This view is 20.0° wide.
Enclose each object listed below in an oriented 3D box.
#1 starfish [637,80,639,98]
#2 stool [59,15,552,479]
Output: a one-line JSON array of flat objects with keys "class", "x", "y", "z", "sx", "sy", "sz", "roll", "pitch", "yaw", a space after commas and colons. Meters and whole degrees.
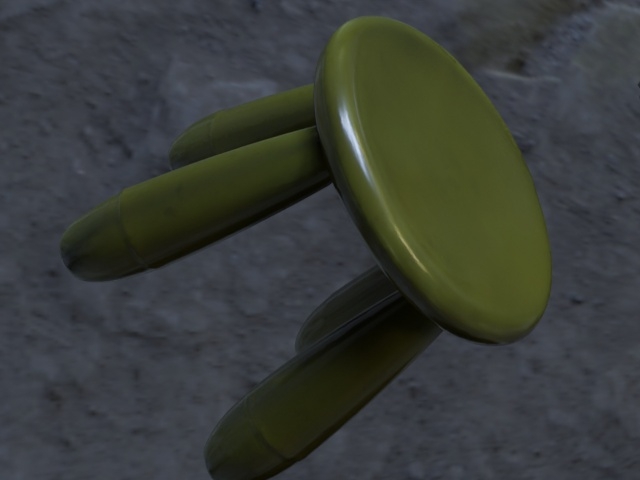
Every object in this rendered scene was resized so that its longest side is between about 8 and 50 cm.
[{"class": "starfish", "x": 0.176, "y": -0.013, "z": 0.677, "sx": 0.150, "sy": 0.053, "sz": 0.209, "roll": 30, "pitch": 129, "yaw": 15}, {"class": "stool", "x": 0.000, "y": 0.000, "z": 0.579, "sx": 0.110, "sy": 0.135, "sz": 0.134, "roll": -31, "pitch": 54, "yaw": 30}]
